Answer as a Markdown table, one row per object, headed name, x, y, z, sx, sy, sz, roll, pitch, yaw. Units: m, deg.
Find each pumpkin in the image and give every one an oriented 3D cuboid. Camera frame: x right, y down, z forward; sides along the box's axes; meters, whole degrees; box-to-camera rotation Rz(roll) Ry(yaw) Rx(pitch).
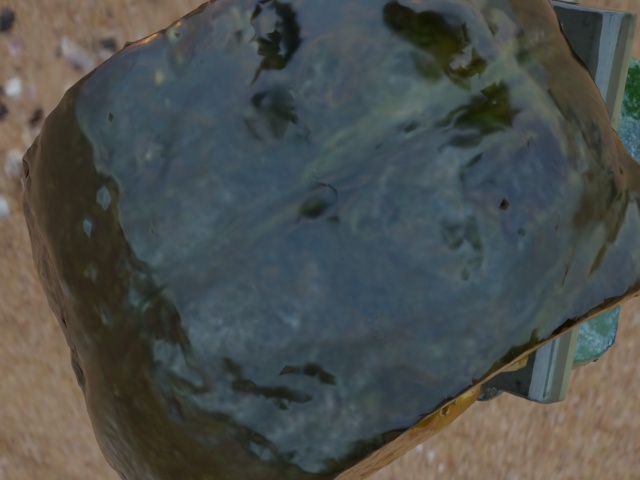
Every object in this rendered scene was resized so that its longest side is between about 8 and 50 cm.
| name | x | y | z | sx | sy | sz | roll | pitch | yaw |
| --- | --- | --- | --- | --- | --- | --- | --- | --- | --- |
| pumpkin | 0.000 | 0.000 | 0.927 | 0.256 | 0.303 | 0.225 | -21 | 73 | -39 |

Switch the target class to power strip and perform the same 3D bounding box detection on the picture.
| name | x | y | z | sx | sy | sz | roll | pitch | yaw |
| --- | --- | --- | --- | --- | --- | --- | --- | --- | --- |
| power strip | 0.115 | -0.043 | 1.039 | 0.092 | 0.034 | 0.268 | 17 | 102 | 38 |

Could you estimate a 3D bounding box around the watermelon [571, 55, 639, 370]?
| name | x | y | z | sx | sy | sz | roll | pitch | yaw |
| --- | --- | --- | --- | --- | --- | --- | --- | --- | --- |
| watermelon | 0.098 | -0.011 | 1.214 | 0.139 | 0.256 | 0.193 | 24 | 71 | -14 |
